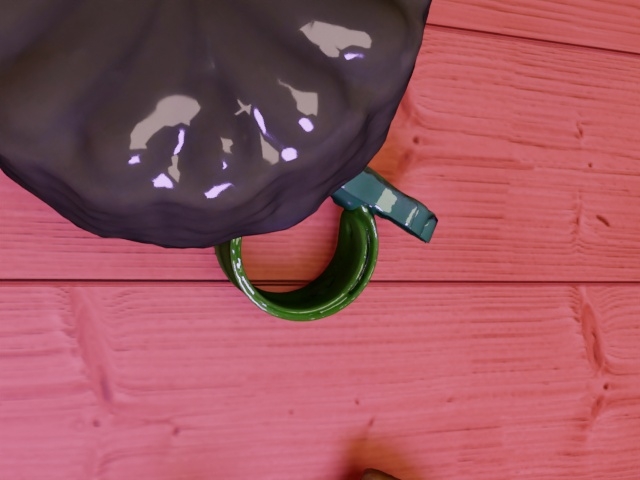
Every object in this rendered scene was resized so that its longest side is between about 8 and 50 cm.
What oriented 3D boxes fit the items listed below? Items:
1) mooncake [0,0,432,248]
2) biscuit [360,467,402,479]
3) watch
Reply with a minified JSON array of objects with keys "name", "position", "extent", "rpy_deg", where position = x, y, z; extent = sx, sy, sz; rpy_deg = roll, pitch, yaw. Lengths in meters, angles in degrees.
[{"name":"mooncake","position":[-0.097,-0.177,0.683],"extent":[0.356,0.194,0.356],"rpy_deg":[1,79,-6]},{"name":"biscuit","position":[0.036,0.355,0.872],"extent":[0.213,0.091,0.274],"rpy_deg":[37,73,-20]},{"name":"watch","position":[0.000,0.000,0.833],"extent":[0.165,0.131,0.152],"rpy_deg":[34,87,-24]}]
